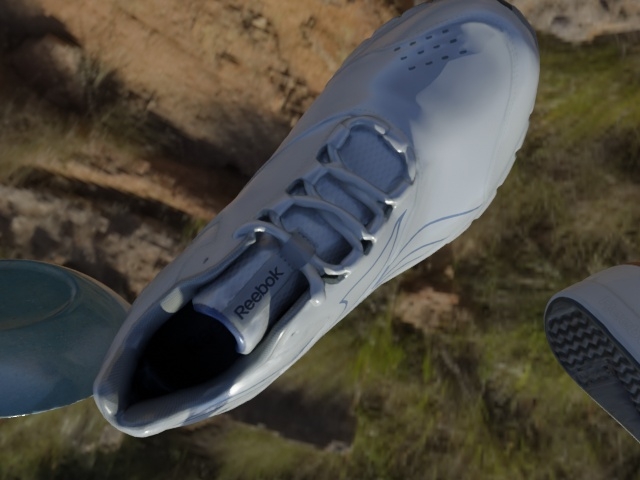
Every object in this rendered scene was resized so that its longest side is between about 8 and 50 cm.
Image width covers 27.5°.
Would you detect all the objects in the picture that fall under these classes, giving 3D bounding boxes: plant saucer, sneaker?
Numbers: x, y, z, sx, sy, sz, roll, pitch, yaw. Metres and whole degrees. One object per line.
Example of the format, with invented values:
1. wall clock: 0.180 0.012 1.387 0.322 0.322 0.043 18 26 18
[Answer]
1. plant saucer: -0.210 0.051 0.858 0.195 0.195 0.037 6 114 6
2. sneaker: 0.000 0.000 0.657 0.111 0.129 0.297 42 104 -1
3. sneaker: 0.282 0.119 0.843 0.290 0.123 0.106 52 149 22
